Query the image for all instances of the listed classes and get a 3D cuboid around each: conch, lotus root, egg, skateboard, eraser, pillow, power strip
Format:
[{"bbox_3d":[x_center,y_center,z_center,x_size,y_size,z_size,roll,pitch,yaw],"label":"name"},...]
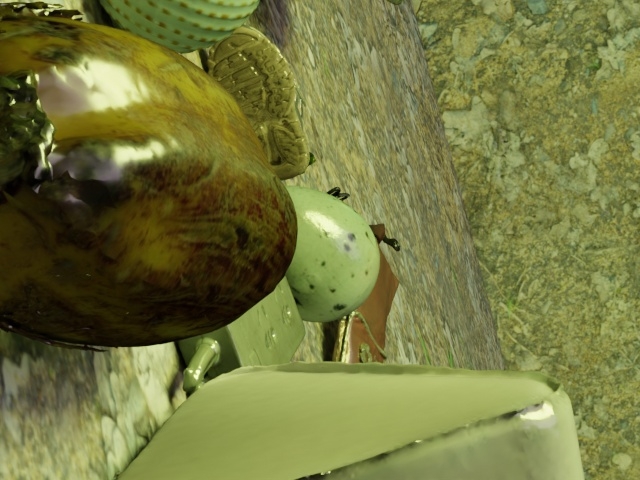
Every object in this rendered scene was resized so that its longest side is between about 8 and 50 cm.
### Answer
[{"bbox_3d":[-0.110,-0.253,1.227,0.172,0.200,0.131,55,1,35],"label":"conch"},{"bbox_3d":[-0.125,-0.032,0.875,0.397,0.179,0.196,28,49,-71],"label":"lotus root"},{"bbox_3d":[-0.011,0.008,1.429,0.164,0.131,0.131,57,20,-33],"label":"egg"},{"bbox_3d":[0.047,-0.020,1.879,0.151,0.067,0.080,33,33,-65],"label":"skateboard"},{"bbox_3d":[0.029,0.184,0.953,0.331,0.331,0.150,-50,128,-75],"label":"eraser"},{"bbox_3d":[0.053,0.113,1.661,0.126,0.043,0.232,58,37,-55],"label":"pillow"},{"bbox_3d":[-0.072,0.088,1.240,0.288,0.053,0.093,-56,128,-75],"label":"power strip"}]

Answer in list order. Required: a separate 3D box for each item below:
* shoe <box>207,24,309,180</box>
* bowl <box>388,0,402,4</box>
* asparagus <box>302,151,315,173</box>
[{"bbox_3d":[-0.059,-0.159,1.526,0.092,0.089,0.180,-79,153,-62],"label":"shoe"},{"bbox_3d":[-0.037,-0.478,1.697,0.435,0.196,0.435,168,-90,-89],"label":"bowl"},{"bbox_3d":[-0.023,-0.098,1.751,0.108,0.021,0.025,-44,121,-76],"label":"asparagus"}]
